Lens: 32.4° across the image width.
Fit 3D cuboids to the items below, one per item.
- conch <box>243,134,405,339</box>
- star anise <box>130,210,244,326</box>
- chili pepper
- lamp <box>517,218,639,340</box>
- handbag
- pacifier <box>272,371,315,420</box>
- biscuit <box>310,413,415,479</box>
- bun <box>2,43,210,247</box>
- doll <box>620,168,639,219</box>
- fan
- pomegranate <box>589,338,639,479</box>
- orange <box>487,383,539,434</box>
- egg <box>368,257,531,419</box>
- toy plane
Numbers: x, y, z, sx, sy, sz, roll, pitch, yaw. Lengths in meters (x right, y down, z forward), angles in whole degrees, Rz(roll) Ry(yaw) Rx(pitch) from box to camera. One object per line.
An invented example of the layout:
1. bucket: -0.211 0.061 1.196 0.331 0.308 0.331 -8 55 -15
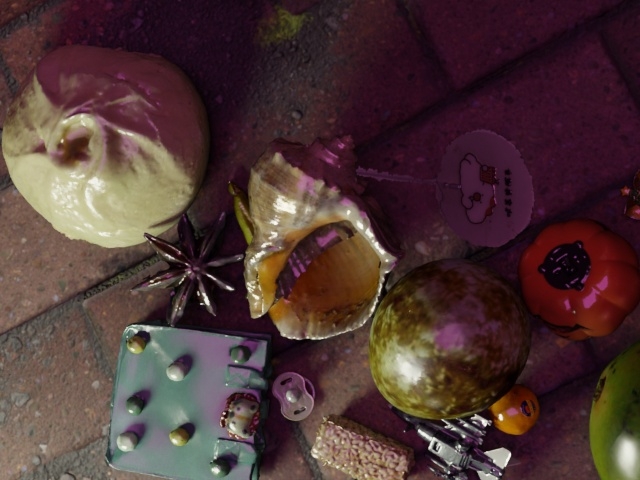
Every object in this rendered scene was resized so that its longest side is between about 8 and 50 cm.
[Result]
1. conch: 0.012 -0.008 1.765 0.297 0.210 0.352 38 136 23
2. star anise: -0.224 0.046 1.851 0.181 0.061 0.204 7 82 -11
3. chili pepper: -0.115 -0.005 1.870 0.049 0.043 0.208 -16 79 39
4. lamp: 0.402 0.062 1.694 0.188 0.164 0.187 -11 68 30
5. handbag: -0.223 0.271 1.853 0.274 0.100 0.268 9 90 13
6. pacifier: -0.041 0.257 1.833 0.068 0.064 0.083 -24 84 -7
7. biscuit: 0.070 0.349 1.803 0.169 0.070 0.082 22 100 10
8. bun: -0.373 -0.168 1.847 0.364 0.202 0.364 0 90 14
9. doll: 0.534 -0.062 1.726 0.113 0.077 0.078 25 104 45
10. fan: 0.198 -0.088 1.720 0.329 0.009 0.190 4 83 -25
11. pomegranate: 0.570 0.293 1.610 0.359 0.216 0.309 25 98 17
12. orange: 0.307 0.268 1.748 0.084 0.083 0.083 0 89 12
13. egg: 0.190 0.161 1.692 0.238 0.238 0.289 43 129 10
14. toy plane: 0.205 0.330 1.771 0.234 0.082 0.160 22 120 12
